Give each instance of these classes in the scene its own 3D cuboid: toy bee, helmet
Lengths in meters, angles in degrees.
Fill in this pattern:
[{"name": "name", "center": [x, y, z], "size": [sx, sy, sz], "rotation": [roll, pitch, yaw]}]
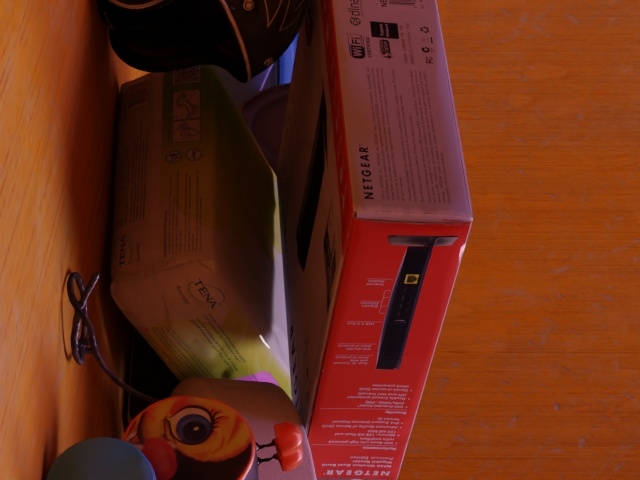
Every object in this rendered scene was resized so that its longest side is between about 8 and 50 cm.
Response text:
[{"name": "toy bee", "center": [-0.093, 0.161, 1.034], "size": [0.195, 0.162, 0.298], "rotation": [77, 13, -82]}, {"name": "helmet", "center": [-0.090, -0.207, 1.269], "size": [0.169, 0.161, 0.169], "rotation": [0, 90, -90]}]

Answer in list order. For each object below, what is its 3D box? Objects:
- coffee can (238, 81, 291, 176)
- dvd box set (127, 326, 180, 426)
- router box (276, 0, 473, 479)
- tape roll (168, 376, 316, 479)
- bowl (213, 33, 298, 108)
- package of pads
[{"name": "coffee can", "center": [0.000, 0.000, 1.704], "size": [0.201, 0.201, 0.275], "rotation": [-90, -174, -55]}, {"name": "dvd box set", "center": [-0.142, 0.171, 1.671], "size": [0.420, 0.062, 0.307], "rotation": [91, -1, -50]}, {"name": "router box", "center": [0.030, -0.035, 1.255], "size": [0.301, 0.082, 0.335], "rotation": [101, -12, -46]}, {"name": "tape roll", "center": [-0.085, 0.300, 1.278], "size": [0.392, 0.072, 0.392], "rotation": [-175, -90, -73]}, {"name": "bowl", "center": [-0.080, -0.089, 1.897], "size": [0.391, 0.077, 0.391], "rotation": [16, 90, -78]}, {"name": "package of pads", "center": [-0.085, 0.023, 1.415], "size": [0.296, 0.101, 0.229], "rotation": [59, 22, -50]}]
